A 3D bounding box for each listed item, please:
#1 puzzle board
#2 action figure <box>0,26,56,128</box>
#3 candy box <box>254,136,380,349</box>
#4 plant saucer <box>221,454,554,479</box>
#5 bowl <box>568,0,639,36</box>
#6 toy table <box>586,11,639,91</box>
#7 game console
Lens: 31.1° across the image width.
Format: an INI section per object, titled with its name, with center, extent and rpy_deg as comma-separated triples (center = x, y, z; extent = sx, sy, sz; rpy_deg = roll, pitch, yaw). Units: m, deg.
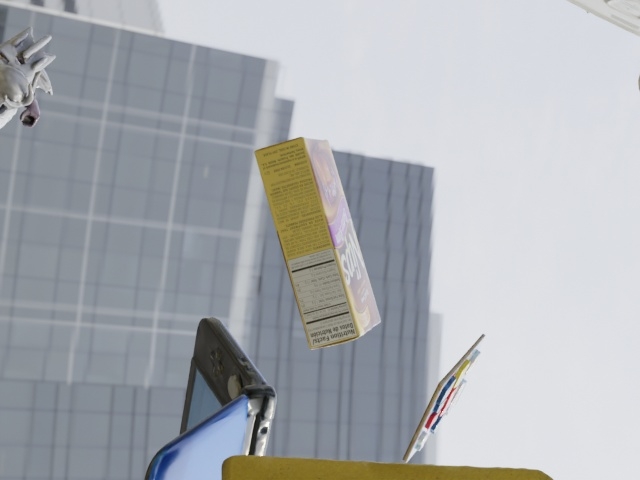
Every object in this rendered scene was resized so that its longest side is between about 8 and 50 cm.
[puzzle board]
center = 0.129, 0.164, 1.186
extent = 0.011, 0.096, 0.128
rpy_deg = 34, -47, 17
[action figure]
center = -0.341, -0.107, 1.069
extent = 0.285, 0.185, 0.099
rpy_deg = -15, -73, 44
[candy box]
center = 0.000, 0.000, 1.067
extent = 0.109, 0.053, 0.186
rpy_deg = -17, 92, -77
[plant saucer]
center = 0.063, 0.363, 1.027
extent = 0.333, 0.081, 0.332
rpy_deg = -3, -75, 27
[bowl]
center = 0.223, -0.181, 0.785
extent = 0.053, 0.142, 0.142
rpy_deg = -69, -166, -2
[toy table]
center = 0.456, -0.281, 1.370
extent = 0.160, 0.252, 0.274
rpy_deg = 65, -26, 1
[game console]
center = -0.161, 0.266, 1.239
extent = 0.250, 0.173, 0.293
rpy_deg = 45, -50, 50
